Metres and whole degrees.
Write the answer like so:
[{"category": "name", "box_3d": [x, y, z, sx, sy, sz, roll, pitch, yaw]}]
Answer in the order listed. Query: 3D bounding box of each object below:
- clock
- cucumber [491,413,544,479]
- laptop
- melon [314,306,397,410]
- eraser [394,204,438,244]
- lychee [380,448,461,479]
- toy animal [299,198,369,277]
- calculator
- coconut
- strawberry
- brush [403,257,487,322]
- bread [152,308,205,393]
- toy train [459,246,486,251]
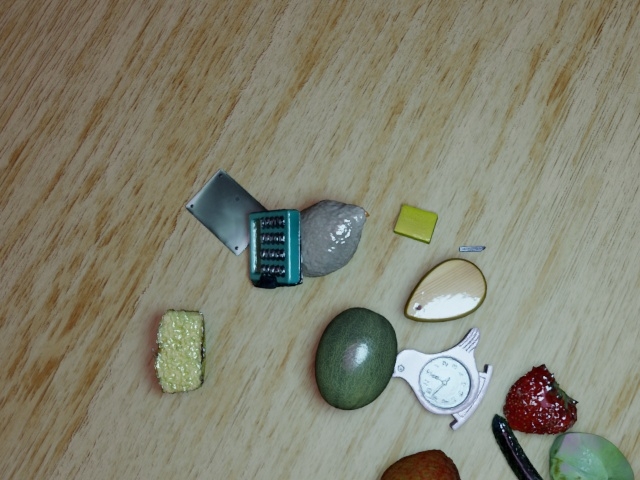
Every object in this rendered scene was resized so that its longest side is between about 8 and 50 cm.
[{"category": "clock", "box_3d": [0.381, 0.377, 1.774, 0.275, 0.080, 0.290, 35, 84, 13]}, {"category": "cucumber", "box_3d": [0.568, 0.624, 1.706, 0.067, 0.067, 0.245, -32, 74, 0]}, {"category": "laptop", "box_3d": [-0.313, -0.099, 2.002, 0.269, 0.015, 0.188, 42, 86, 14]}, {"category": "melon", "box_3d": [0.102, 0.351, 1.734, 0.237, 0.237, 0.302, 19, 81, 11]}, {"category": "eraser", "box_3d": [0.309, -0.052, 1.894, 0.122, 0.045, 0.097, 17, 80, 12]}, {"category": "lychee", "box_3d": [0.271, 0.724, 1.629, 0.300, 0.255, 0.255, -31, 72, -36]}, {"category": "toy animal", "box_3d": [0.005, -0.002, 1.837, 0.358, 0.188, 0.227, -23, 72, 36]}, {"category": "calculator", "box_3d": [-0.149, 0.027, 1.827, 0.058, 0.274, 0.249, -2, 91, -35]}, {"category": "coconut", "box_3d": [0.729, 0.635, 1.590, 0.204, 0.236, 0.236, 21, 81, 9]}, {"category": "strawberry", "box_3d": [0.620, 0.474, 1.676, 0.201, 0.187, 0.184, -38, 40, 14]}, {"category": "brush", "box_3d": [0.371, 0.166, 1.776, 0.266, 0.166, 0.174, -27, 77, 2]}, {"category": "bread", "box_3d": [-0.438, 0.348, 1.861, 0.160, 0.147, 0.261, -5, 81, -3]}, {"category": "toy train", "box_3d": [0.486, 0.028, 1.866, 0.083, 0.017, 0.017, -1, 80, 8]}]
